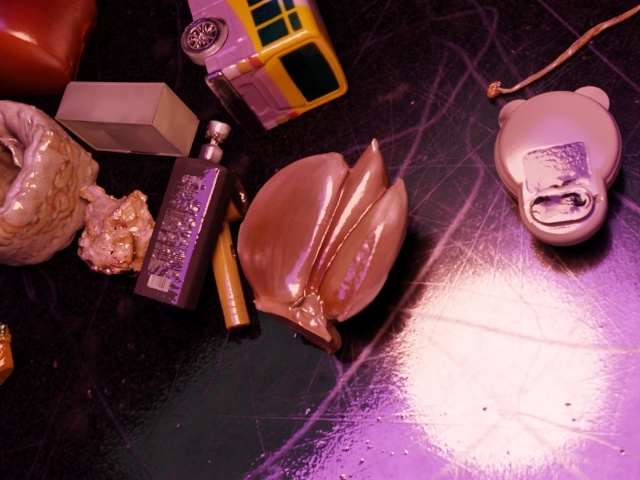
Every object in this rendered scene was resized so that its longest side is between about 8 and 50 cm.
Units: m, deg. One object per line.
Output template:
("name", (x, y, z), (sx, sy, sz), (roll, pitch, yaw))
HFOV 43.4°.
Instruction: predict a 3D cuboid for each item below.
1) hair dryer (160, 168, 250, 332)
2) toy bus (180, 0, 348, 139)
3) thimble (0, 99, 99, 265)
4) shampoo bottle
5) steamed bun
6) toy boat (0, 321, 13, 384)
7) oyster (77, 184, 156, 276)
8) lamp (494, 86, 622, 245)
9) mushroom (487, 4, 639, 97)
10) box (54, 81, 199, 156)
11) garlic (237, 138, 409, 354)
("hair dryer", (-0.178, 0.026, 1.360), (0.135, 0.090, 0.278), (-21, 67, 13))
("toy bus", (-0.122, -0.440, 1.462), (0.249, 0.209, 0.439), (-24, 61, 10))
("thimble", (-0.569, -0.107, 1.512), (0.292, 0.195, 0.291), (-6, 67, 15))
("shampoo bottle", (-0.209, -0.047, 1.309), (0.098, 0.071, 0.309), (15, 85, 23))
("steamed bun", (-0.672, -0.450, 1.674), (0.379, 0.248, 0.235), (4, 69, 25))
("toy boat", (-0.634, 0.242, 1.444), (0.229, 0.089, 0.088), (-39, 73, 7))
("oyster", (-0.379, -0.029, 1.447), (0.191, 0.081, 0.163), (36, 71, 20))
("lamp", (0.350, -0.105, 1.176), (0.180, 0.108, 0.246), (-10, 66, 23))
("mushroom", (0.398, -0.304, 1.298), (0.286, 0.028, 0.026), (-28, 18, 8))
("box", (-0.362, -0.229, 1.516), (0.225, 0.129, 0.086), (6, 71, 24))
("garlic", (0.000, 0.000, 1.262), (0.279, 0.132, 0.325), (16, 77, 27))
